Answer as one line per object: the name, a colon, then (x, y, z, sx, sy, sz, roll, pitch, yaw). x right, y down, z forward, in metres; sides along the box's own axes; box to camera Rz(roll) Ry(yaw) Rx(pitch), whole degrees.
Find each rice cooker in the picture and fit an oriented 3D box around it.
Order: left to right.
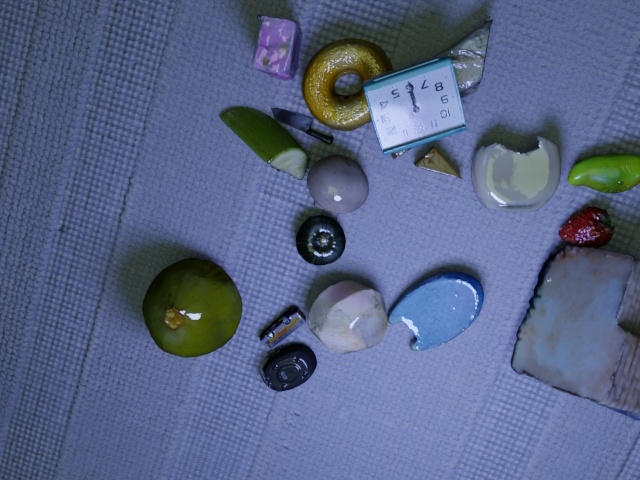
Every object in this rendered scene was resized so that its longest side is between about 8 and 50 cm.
rice cooker: (-0.111, 0.442, 2.004, 0.203, 0.118, 0.142, -29, 96, 7)

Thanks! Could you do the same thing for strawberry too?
strawberry: (0.838, -0.031, 1.816, 0.131, 0.131, 0.148, 47, 126, -4)

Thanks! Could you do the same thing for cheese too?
cheese: (0.606, -0.209, 1.801, 0.266, 0.127, 0.233, 3, 101, 4)

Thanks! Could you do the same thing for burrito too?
burrito: (0.403, -0.512, 1.780, 0.347, 0.107, 0.175, -31, 111, 13)

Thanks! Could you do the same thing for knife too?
knife: (-0.059, -0.382, 1.896, 0.230, 0.028, 0.060, 24, 90, 4)

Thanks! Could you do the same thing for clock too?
clock: (0.276, -0.405, 1.721, 0.262, 0.116, 0.231, -17, 115, 8)

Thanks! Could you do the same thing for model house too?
model house: (0.892, 0.285, 1.764, 0.400, 0.395, 0.445, 20, 85, -20)

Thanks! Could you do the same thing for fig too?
fig: (-0.422, 0.228, 1.885, 0.343, 0.343, 0.343, 1, 101, 6)

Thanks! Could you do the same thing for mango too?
mango: (0.880, -0.203, 1.781, 0.233, 0.111, 0.125, -9, 95, 9)

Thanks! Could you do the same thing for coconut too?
coconut: (0.086, 0.247, 1.896, 0.259, 0.259, 0.259, 1, 101, 6)

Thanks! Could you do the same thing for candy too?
candy: (-0.128, -0.574, 1.743, 0.115, 0.265, 0.155, 10, 101, 0)

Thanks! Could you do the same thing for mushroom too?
mushroom: (0.047, -0.164, 1.857, 0.204, 0.204, 0.204, 1, 101, 6)

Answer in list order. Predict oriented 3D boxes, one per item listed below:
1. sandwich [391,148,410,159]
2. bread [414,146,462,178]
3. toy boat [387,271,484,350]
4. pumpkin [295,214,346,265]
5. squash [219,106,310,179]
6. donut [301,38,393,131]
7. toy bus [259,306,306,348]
sandwich: (0.235, -0.354, 1.836, 0.113, 0.079, 0.163, -34, 96, 10)
bread: (0.376, -0.222, 1.850, 0.084, 0.074, 0.139, -44, 95, 12)
toy boat: (0.392, 0.224, 1.929, 0.330, 0.123, 0.215, -42, 86, 23)
pumpkin: (-0.001, 0.000, 1.907, 0.167, 0.125, 0.167, 2, 96, 16)
squash: (-0.170, -0.340, 1.910, 0.111, 0.203, 0.289, -52, 56, 13)
donut: (0.084, -0.490, 1.814, 0.303, 0.110, 0.303, 1, 102, 6)
toy bus: (-0.130, 0.304, 2.013, 0.172, 0.057, 0.072, -41, 103, 12)
